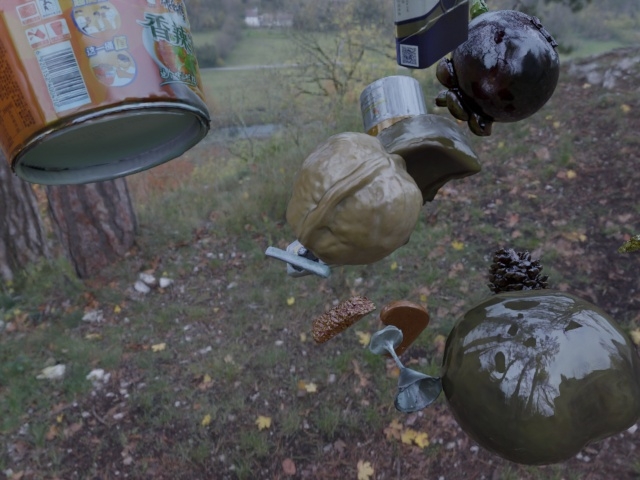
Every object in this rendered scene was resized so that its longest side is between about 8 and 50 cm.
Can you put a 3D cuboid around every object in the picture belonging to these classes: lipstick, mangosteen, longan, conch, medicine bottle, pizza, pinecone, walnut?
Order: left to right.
[{"bbox_3d":[-0.006,0.085,2.159,0.253,0.077,0.078,-13,63,26],"label":"lipstick"},{"bbox_3d":[0.087,-0.104,1.502,0.382,0.381,0.381,2,38,-1],"label":"walnut"},{"bbox_3d":[0.269,-0.434,1.992,0.238,0.238,0.231,-5,70,-9],"label":"medicine bottle"},{"bbox_3d":[0.494,-0.703,1.680,0.074,0.121,0.089,-8,-4,2],"label":"conch"},{"bbox_3d":[0.469,-0.452,1.510,0.307,0.347,0.306,33,38,-30],"label":"mangosteen"},{"bbox_3d":[0.640,0.115,1.787,0.184,0.179,0.204,11,62,7],"label":"pinecone"},{"bbox_3d":[0.456,0.282,1.171,0.405,0.336,0.404,-4,41,4],"label":"longan"},{"bbox_3d":[0.602,0.008,1.018,0.123,0.108,0.026,-1,70,-28],"label":"pizza"}]

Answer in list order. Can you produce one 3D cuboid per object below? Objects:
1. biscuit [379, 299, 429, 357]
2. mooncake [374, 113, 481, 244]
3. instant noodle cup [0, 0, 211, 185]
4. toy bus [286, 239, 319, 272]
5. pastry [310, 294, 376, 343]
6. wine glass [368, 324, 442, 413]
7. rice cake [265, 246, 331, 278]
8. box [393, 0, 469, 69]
[{"bbox_3d":[0.209,0.247,1.549,0.186,0.192,0.036,19,26,-39],"label":"biscuit"},{"bbox_3d":[0.324,-0.207,1.814,0.394,0.393,0.246,-10,39,1],"label":"mooncake"},{"bbox_3d":[-0.273,-0.201,0.645,0.296,0.296,0.213,-17,86,-23],"label":"instant noodle cup"},{"bbox_3d":[0.000,0.000,1.943,0.268,0.092,0.106,-36,41,11],"label":"toy bus"},{"bbox_3d":[0.045,0.170,1.230,0.063,0.169,0.087,58,20,12],"label":"pastry"},{"bbox_3d":[0.189,0.291,1.272,0.122,0.122,0.183,-9,38,-15],"label":"wine glass"},{"bbox_3d":[-0.064,0.058,1.516,0.208,0.033,0.033,19,69,26],"label":"rice cake"},{"bbox_3d":[0.189,-0.444,0.936,0.071,0.259,0.168,19,46,36],"label":"box"}]
